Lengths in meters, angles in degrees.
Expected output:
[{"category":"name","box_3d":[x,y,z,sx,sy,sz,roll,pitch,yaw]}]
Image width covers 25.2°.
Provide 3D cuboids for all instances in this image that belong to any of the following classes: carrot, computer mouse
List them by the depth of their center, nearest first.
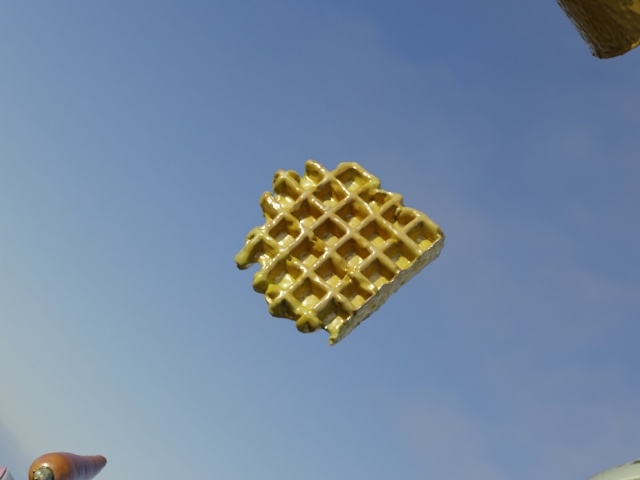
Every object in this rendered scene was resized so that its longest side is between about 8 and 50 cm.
[{"category":"computer mouse","box_3d":[0.341,0.288,1.646,0.056,0.182,0.089,58,26,8]},{"category":"carrot","box_3d":[-0.401,0.367,2.286,0.069,0.069,0.336,48,2,8]}]

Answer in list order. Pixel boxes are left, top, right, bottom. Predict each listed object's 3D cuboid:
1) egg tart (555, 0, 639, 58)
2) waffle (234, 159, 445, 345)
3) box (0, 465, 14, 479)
[{"category":"egg tart","box_3d":[0.388,-0.350,1.826,0.171,0.215,0.215,39,-11,-19]},{"category":"waffle","box_3d":[0.000,0.000,1.749,0.219,0.229,0.057,42,-25,21]},{"category":"box","box_3d":[-0.490,0.553,2.220,0.369,0.190,0.112,63,9,-10]}]
